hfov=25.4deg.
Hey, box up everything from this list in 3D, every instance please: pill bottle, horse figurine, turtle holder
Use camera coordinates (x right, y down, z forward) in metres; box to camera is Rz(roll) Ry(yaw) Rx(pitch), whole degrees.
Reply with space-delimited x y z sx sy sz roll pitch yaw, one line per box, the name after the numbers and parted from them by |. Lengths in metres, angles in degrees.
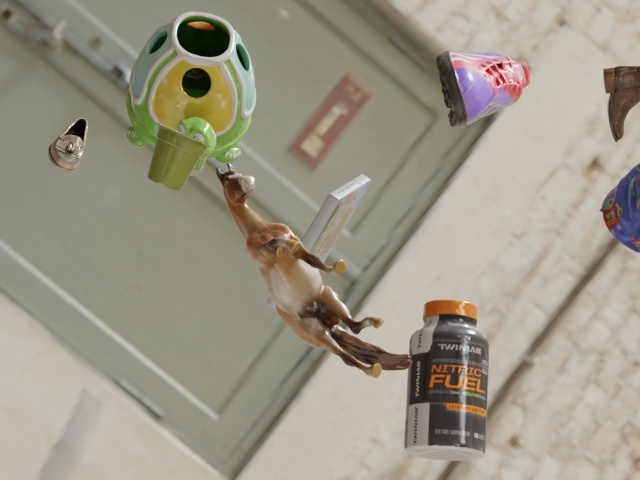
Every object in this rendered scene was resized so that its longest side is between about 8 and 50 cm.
0.202 0.220 2.259 0.130 0.130 0.246 146 -50 -64 | pill bottle
-0.011 0.048 1.457 0.066 0.263 0.174 -44 -150 -16 | horse figurine
-0.245 -0.270 2.588 0.320 0.243 0.227 -55 169 -43 | turtle holder

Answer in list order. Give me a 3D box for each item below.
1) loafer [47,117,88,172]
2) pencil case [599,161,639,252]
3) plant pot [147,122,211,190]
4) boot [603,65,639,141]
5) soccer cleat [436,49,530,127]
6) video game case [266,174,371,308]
-0.333 -0.130 1.888 0.039 0.045 0.125 -57 -165 19 | loafer
0.545 -0.100 2.211 0.306 0.119 0.133 113 -17 -59 | pencil case
-0.208 -0.114 2.015 0.083 0.083 0.079 -142 -105 -82 | plant pot
0.406 -0.172 1.727 0.114 0.106 0.037 -7 -143 10 | boot
0.236 -0.227 2.033 0.116 0.108 0.318 -10 -174 12 | soccer cleat
0.000 0.000 2.290 0.212 0.023 0.193 -60 171 19 | video game case
